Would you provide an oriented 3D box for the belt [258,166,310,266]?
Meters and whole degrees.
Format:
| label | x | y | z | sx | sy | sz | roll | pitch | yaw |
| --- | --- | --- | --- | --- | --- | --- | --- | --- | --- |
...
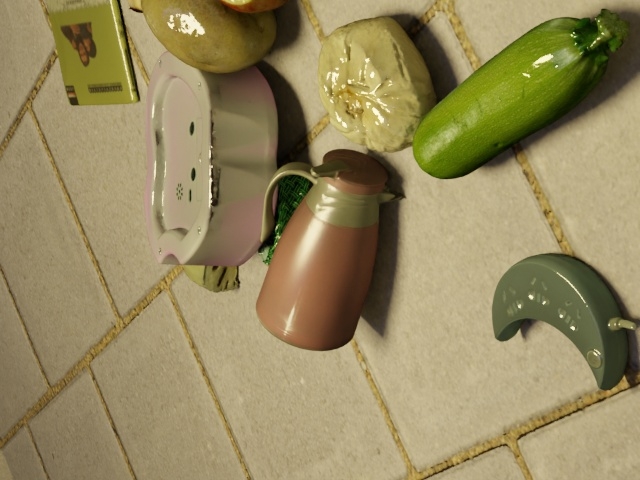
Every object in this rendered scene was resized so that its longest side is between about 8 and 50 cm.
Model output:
| label | x | y | z | sx | sy | sz | roll | pitch | yaw |
| --- | --- | --- | --- | --- | --- | --- | --- | --- | --- |
| belt | -0.047 | -0.036 | 1.926 | 0.121 | 0.079 | 0.151 | 159 | 106 | -65 |

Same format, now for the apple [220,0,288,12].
| label | x | y | z | sx | sy | sz | roll | pitch | yaw |
| --- | --- | --- | --- | --- | --- | --- | --- | --- | --- |
| apple | -0.075 | -0.395 | 1.704 | 0.195 | 0.160 | 0.173 | -42 | 82 | 31 |

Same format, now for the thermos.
| label | x | y | z | sx | sy | sz | roll | pitch | yaw |
| --- | --- | --- | --- | --- | --- | --- | --- | --- | --- |
| thermos | 0.000 | 0.000 | 1.798 | 0.176 | 0.146 | 0.265 | 17 | 122 | 1 |

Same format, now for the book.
| label | x | y | z | sx | sy | sz | roll | pitch | yaw |
| --- | --- | --- | --- | --- | --- | --- | --- | --- | --- |
| book | -0.417 | -0.412 | 2.334 | 0.239 | 0.035 | 0.352 | 6 | 110 | 53 |

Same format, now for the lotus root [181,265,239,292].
| label | x | y | z | sx | sy | sz | roll | pitch | yaw |
| --- | --- | --- | --- | --- | --- | --- | --- | --- | --- |
| lotus root | -0.197 | 0.007 | 2.172 | 0.144 | 0.070 | 0.143 | 23 | 123 | 51 |

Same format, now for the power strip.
| label | x | y | z | sx | sy | sz | roll | pitch | yaw |
| --- | --- | --- | --- | --- | --- | --- | --- | --- | --- |
| power strip | 0.280 | 0.087 | 1.517 | 0.216 | 0.044 | 0.137 | 22 | 122 | 51 |

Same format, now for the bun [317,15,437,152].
| label | x | y | z | sx | sy | sz | roll | pitch | yaw |
| --- | --- | --- | --- | --- | --- | --- | --- | --- | --- |
| bun | 0.064 | -0.191 | 1.645 | 0.188 | 0.111 | 0.164 | 63 | 144 | 20 |

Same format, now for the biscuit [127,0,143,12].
| label | x | y | z | sx | sy | sz | roll | pitch | yaw |
| --- | --- | --- | --- | --- | --- | --- | --- | --- | --- |
| biscuit | -0.280 | -0.453 | 2.086 | 0.052 | 0.056 | 0.188 | 28 | 126 | 49 |

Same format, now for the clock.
| label | x | y | z | sx | sy | sz | roll | pitch | yaw |
| --- | --- | --- | --- | --- | --- | --- | --- | --- | --- |
| clock | -0.176 | -0.121 | 1.970 | 0.338 | 0.102 | 0.338 | 2 | 92 | 63 |

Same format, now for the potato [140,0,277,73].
| label | x | y | z | sx | sy | sz | roll | pitch | yaw |
| --- | --- | --- | --- | --- | --- | --- | --- | --- | --- |
| potato | -0.157 | -0.327 | 1.845 | 0.160 | 0.178 | 0.235 | -36 | 48 | 13 |

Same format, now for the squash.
| label | x | y | z | sx | sy | sz | roll | pitch | yaw |
| --- | --- | --- | --- | --- | --- | --- | --- | --- | --- |
| squash | 0.211 | -0.158 | 1.451 | 0.379 | 0.101 | 0.101 | -37 | 74 | 60 |
